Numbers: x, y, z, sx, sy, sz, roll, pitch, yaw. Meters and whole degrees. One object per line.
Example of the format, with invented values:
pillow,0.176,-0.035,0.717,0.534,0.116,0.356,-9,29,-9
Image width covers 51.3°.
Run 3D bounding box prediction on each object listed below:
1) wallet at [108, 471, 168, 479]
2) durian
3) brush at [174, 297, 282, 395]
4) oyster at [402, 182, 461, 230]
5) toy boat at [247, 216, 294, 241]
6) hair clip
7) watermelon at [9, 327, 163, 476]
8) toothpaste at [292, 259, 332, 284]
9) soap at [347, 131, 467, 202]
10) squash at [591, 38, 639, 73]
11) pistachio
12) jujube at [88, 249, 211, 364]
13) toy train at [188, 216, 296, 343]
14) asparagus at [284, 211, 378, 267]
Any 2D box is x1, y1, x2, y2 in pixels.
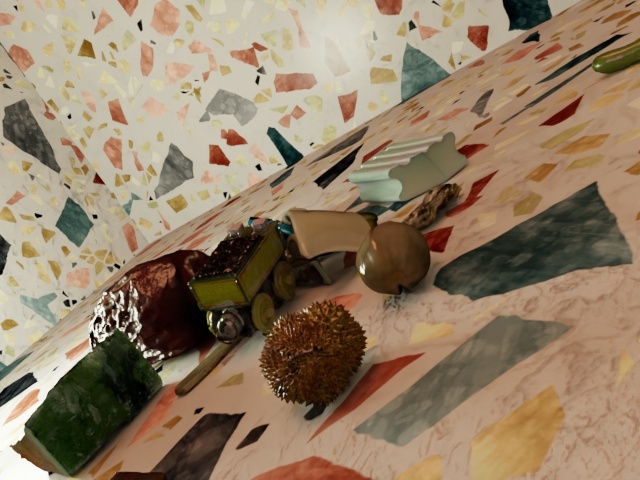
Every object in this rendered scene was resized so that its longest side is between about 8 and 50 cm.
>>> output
wallet,-0.318,0.404,0.910,0.137,0.031,0.255,-19,13,31
durian,-0.010,0.156,0.930,0.158,0.137,0.168,-55,7,-3
brush,-0.179,0.201,1.378,0.085,0.020,0.336,-16,22,48
oyster,0.222,-0.070,1.333,0.165,0.053,0.108,-46,-10,-16
toy boat,-0.111,-0.006,1.802,0.299,0.134,0.092,11,83,68
hair clip,0.002,-0.018,1.395,0.173,0.113,0.282,0,0,-21
watermelon,-0.463,0.341,1.340,0.264,0.151,0.302,-50,4,-41
toothpaste,-0.037,0.074,1.428,0.037,0.062,0.216,-41,12,-24
soap,0.206,-0.172,1.632,0.173,0.095,0.289,-37,14,-16
squash,0.687,-0.413,1.463,0.183,0.052,0.052,-19,20,42
pistachio,0.119,0.024,1.098,0.125,0.124,0.185,-30,11,15
jujube,-0.373,0.159,1.541,0.377,0.258,0.258,-18,20,33
toy train,-0.150,0.083,1.335,0.134,0.177,0.260,-10,28,26
asparagus,-0.004,0.003,1.545,0.287,0.080,0.080,-29,14,22
